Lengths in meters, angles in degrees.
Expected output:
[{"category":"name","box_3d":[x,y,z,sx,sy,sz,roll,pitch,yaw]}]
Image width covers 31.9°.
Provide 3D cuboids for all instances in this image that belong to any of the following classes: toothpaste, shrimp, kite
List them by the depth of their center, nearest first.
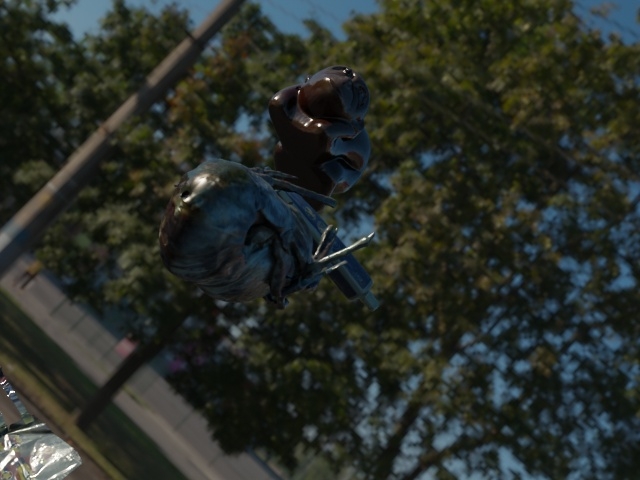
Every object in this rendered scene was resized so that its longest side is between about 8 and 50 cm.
[{"category":"shrimp","box_3d":[-0.043,0.007,1.075,0.172,0.137,0.372,30,7,17]},{"category":"toothpaste","box_3d":[0.000,0.000,1.219,0.197,0.035,0.057,51,9,-10]},{"category":"kite","box_3d":[-0.426,0.260,1.513,0.245,0.141,0.015,48,-29,38]}]

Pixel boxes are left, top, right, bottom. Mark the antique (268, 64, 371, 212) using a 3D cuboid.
[{"category":"antique","box_3d":[0.013,-0.156,1.643,0.121,0.143,0.257,40,-23,26]}]
